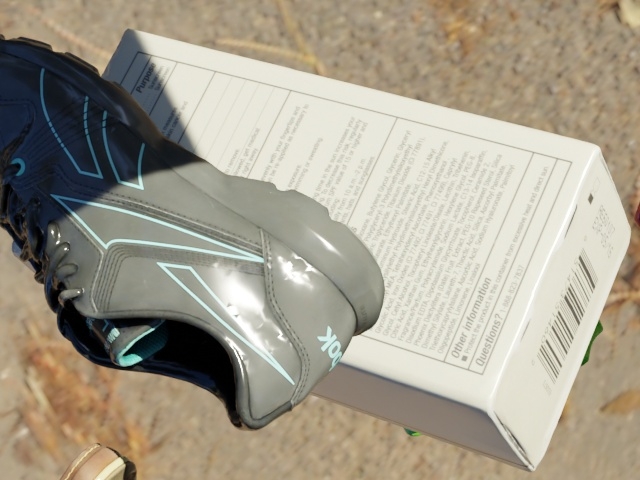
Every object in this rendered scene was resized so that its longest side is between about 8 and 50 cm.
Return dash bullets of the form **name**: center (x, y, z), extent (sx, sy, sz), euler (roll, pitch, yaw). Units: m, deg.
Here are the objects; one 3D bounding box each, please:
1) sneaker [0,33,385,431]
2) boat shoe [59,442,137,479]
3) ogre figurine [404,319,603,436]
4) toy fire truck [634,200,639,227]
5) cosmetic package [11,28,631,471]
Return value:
- **sneaker**: center (-0.103, -0.008, 0.795), extent (0.267, 0.106, 0.101), euler (28, 153, 12)
- **boat shoe**: center (-0.157, 0.168, 0.914), extent (0.060, 0.064, 0.178), euler (42, 128, 12)
- **ogre figurine**: center (0.133, 0.054, 1.105), extent (0.097, 0.118, 0.197), euler (33, 126, 18)
- **toy fire truck**: center (0.328, -0.070, 1.238), extent (0.047, 0.135, 0.192), euler (62, 146, 34)
- **cosmetic package**: center (0.000, 0.000, 0.950), extent (0.309, 0.113, 0.160), euler (17, 72, 28)
